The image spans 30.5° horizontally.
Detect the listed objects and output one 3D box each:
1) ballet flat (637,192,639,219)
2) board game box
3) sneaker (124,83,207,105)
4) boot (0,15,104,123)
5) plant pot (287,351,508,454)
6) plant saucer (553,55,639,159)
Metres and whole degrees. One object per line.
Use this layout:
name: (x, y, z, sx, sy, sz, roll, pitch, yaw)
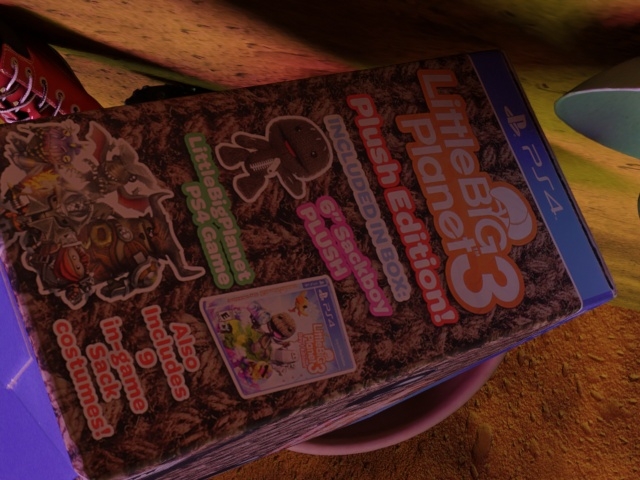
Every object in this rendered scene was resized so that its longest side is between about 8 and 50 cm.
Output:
ballet flat: (0.227, 0.036, 0.533, 0.213, 0.072, 0.068, 34, -129, 26)
board game box: (-0.049, 0.035, 0.585, 0.291, 0.141, 0.232, -15, 166, -36)
sneaker: (-0.066, -0.080, 1.072, 0.237, 0.085, 0.086, 17, 173, -4)
boot: (-0.206, -0.081, 0.925, 0.244, 0.088, 0.176, 49, -178, 10)
plant pot: (0.000, 0.000, 0.914, 0.263, 0.263, 0.229, 16, -165, -25)
plant saucer: (0.201, -0.052, 0.509, 0.195, 0.037, 0.195, 15, 177, 1)
